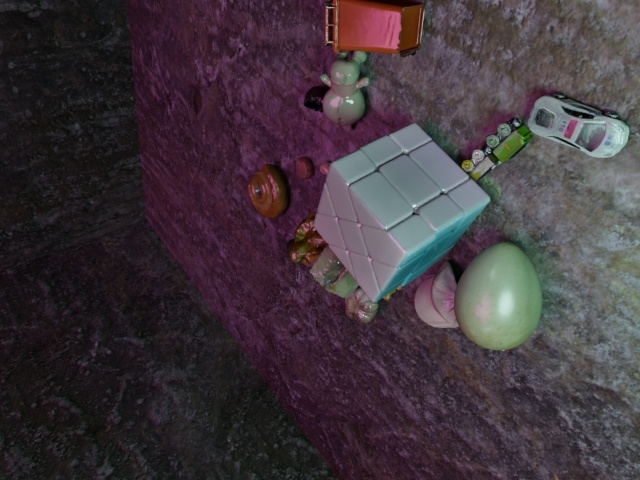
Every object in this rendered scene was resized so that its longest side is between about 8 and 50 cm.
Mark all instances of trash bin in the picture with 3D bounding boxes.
[{"bbox_3d":[0.140,-0.575,1.243,0.238,0.184,0.161,27,132,35],"label":"trash bin"}]

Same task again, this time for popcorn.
[{"bbox_3d":[0.000,0.000,1.739,0.206,0.251,0.237,51,141,15],"label":"popcorn"}]

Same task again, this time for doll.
[{"bbox_3d":[0.070,-0.455,1.450,0.154,0.113,0.275,13,130,8],"label":"doll"}]

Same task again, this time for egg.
[{"bbox_3d":[0.468,0.146,1.228,0.218,0.218,0.295,25,121,44],"label":"egg"}]

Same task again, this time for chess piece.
[{"bbox_3d":[-0.062,-0.283,1.828,0.083,0.038,0.084,33,135,41],"label":"chess piece"}]

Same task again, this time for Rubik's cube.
[{"bbox_3d":[0.207,-0.075,1.309,0.319,0.316,0.322,51,153,19],"label":"Rubik's cube"}]

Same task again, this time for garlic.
[{"bbox_3d":[0.026,-0.264,1.722,0.083,0.041,0.053,27,145,53],"label":"garlic"},{"bbox_3d":[0.165,0.248,1.814,0.159,0.102,0.147,-38,66,44],"label":"garlic"}]

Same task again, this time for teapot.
[{"bbox_3d":[-0.081,0.021,1.995,0.119,0.130,0.166,-50,37,39],"label":"teapot"}]

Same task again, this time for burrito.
[{"bbox_3d":[0.112,0.028,1.568,0.190,0.135,0.332,37,105,4],"label":"burrito"}]

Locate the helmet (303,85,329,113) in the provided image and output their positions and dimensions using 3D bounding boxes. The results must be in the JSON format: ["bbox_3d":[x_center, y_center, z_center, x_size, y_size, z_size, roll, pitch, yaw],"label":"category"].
[{"bbox_3d":[-0.001,-0.484,1.573,0.123,0.098,0.070,-6,76,51],"label":"helmet"}]

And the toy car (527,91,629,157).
[{"bbox_3d":[0.550,-0.246,1.004,0.205,0.056,0.095,39,137,34],"label":"toy car"}]

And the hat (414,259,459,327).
[{"bbox_3d":[0.374,0.200,1.467,0.226,0.164,0.219,-34,82,35],"label":"hat"}]

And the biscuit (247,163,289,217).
[{"bbox_3d":[-0.232,-0.205,2.063,0.213,0.091,0.274,60,144,10],"label":"biscuit"}]

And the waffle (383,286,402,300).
[{"bbox_3d":[0.212,0.094,1.697,0.243,0.058,0.238,44,138,24],"label":"waffle"}]

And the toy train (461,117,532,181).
[{"bbox_3d":[0.438,-0.221,1.169,0.081,0.060,0.202,51,146,9],"label":"toy train"}]
